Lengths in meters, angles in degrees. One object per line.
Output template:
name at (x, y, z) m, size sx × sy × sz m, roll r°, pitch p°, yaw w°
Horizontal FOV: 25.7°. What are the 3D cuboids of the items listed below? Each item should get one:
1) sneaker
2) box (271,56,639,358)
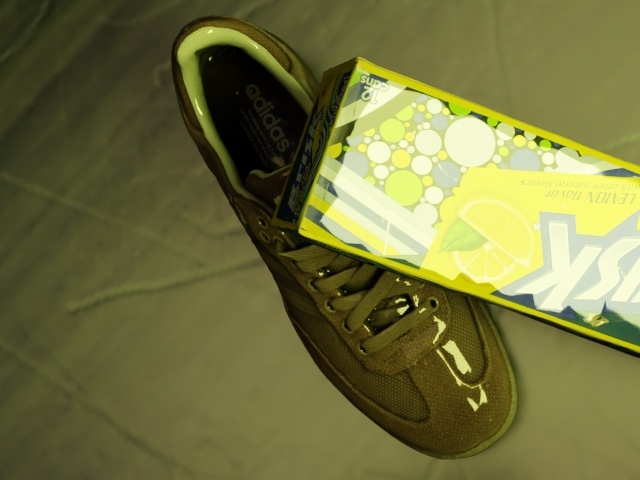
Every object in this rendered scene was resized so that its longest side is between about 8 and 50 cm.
sneaker at (0.000, 0.000, 0.508) m, size 0.066 × 0.071 × 0.188 m, roll -38°, pitch 77°, yaw 8°
box at (0.074, -0.003, 0.464) m, size 0.169 × 0.054 × 0.059 m, roll 19°, pitch 90°, yaw -11°
